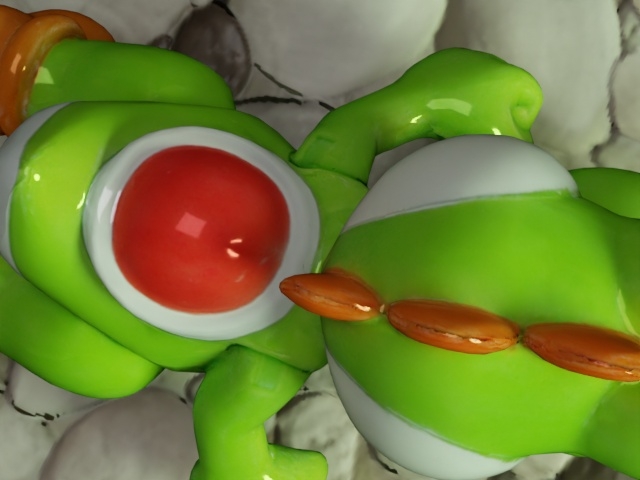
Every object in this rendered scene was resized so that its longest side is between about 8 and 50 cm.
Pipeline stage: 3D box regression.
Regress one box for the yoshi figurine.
[{"bbox_3d":[0.009,0.013,0.514,0.362,0.204,0.203,15,42,27],"label":"yoshi figurine"}]
